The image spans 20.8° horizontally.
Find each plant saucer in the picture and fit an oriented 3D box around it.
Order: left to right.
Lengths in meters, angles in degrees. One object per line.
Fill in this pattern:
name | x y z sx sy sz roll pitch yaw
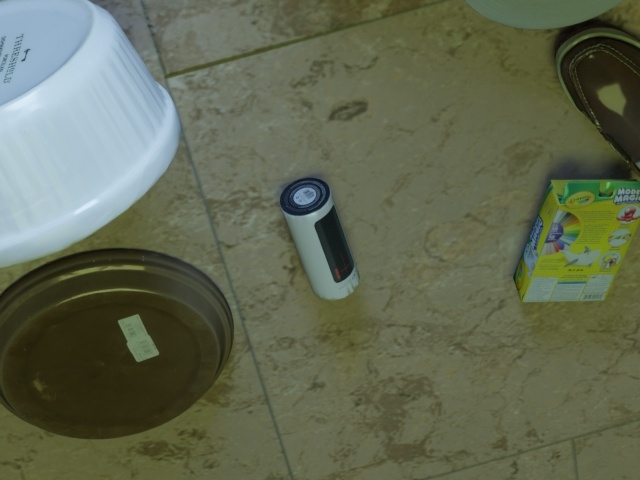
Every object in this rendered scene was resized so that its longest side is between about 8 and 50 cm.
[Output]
plant saucer | -0.227 0.122 1.866 0.278 0.041 0.278 -8 133 -8

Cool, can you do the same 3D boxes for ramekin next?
ramekin | -0.266 -0.103 1.491 0.273 0.273 0.127 -20 123 3

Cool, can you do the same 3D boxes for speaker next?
speaker | 0.000 0.000 1.803 0.055 0.055 0.136 -18 135 1

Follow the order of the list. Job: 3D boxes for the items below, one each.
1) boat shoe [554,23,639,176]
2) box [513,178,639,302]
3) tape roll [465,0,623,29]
boat shoe | 0.330 -0.118 1.753 0.095 0.095 0.257 -37 132 19
box | 0.281 -0.007 1.879 0.105 0.043 0.179 0 138 -16
tape roll | 0.209 -0.297 1.564 0.219 0.072 0.219 -7 134 -8
